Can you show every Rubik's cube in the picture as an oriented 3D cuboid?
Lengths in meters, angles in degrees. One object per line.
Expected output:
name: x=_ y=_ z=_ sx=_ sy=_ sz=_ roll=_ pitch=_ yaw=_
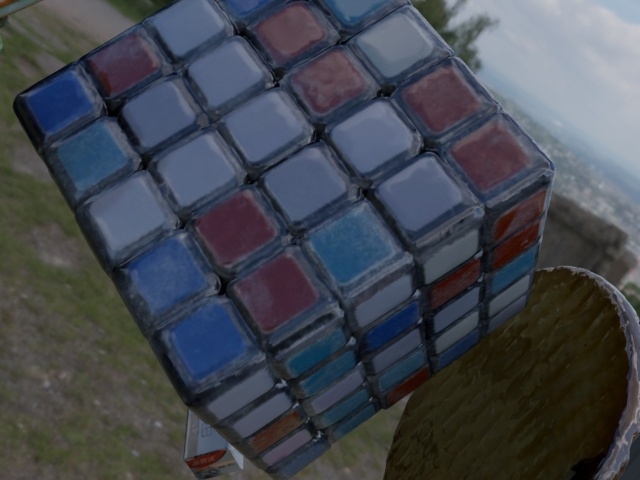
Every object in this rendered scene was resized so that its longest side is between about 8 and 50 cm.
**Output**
Rubik's cube: x=-0.019 y=-0.019 z=0.745 sx=0.293 sy=0.292 sz=0.287 roll=55 pitch=-6 yaw=24

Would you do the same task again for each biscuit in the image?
biscuit: x=0.165 y=0.165 z=0.830 sx=0.040 sy=0.318 sz=0.318 roll=33 pitch=13 yaw=-19

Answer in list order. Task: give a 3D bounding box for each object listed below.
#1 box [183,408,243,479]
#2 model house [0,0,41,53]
box: x=-0.116 y=0.169 z=1.044 sx=0.218 sy=0.055 sz=0.039 roll=-93 pitch=162 yaw=-53
model house: x=-0.261 y=-0.318 z=0.812 sx=0.358 sy=0.313 sz=0.242 roll=8 pitch=-51 yaw=55
